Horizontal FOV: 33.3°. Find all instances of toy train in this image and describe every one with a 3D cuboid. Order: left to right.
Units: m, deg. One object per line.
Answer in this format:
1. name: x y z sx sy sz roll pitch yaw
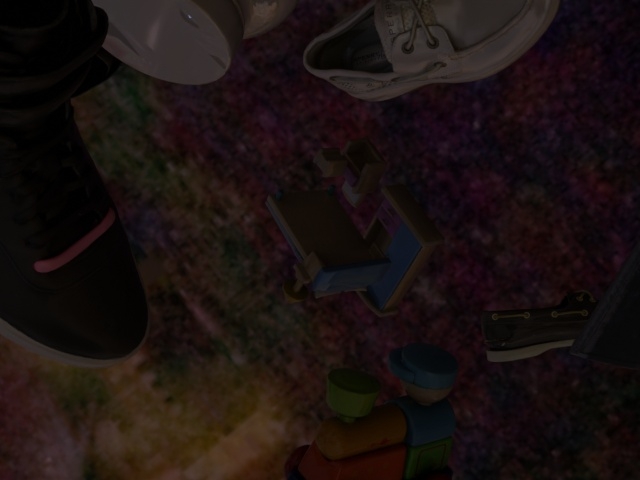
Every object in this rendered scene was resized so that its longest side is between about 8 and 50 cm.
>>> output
1. toy train: 0.014 0.175 0.919 0.105 0.248 0.143 34 122 47

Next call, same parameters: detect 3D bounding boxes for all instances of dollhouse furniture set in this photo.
1. dollhouse furniture set: 0.000 0.000 1.828 0.286 0.303 0.198 56 136 30

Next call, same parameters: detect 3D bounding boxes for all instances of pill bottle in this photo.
1. pill bottle: -0.072 -0.289 0.846 0.181 0.323 0.181 17 155 8

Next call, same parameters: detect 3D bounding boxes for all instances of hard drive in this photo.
1. hard drive: 0.267 -0.010 0.734 0.054 0.254 0.172 36 121 20

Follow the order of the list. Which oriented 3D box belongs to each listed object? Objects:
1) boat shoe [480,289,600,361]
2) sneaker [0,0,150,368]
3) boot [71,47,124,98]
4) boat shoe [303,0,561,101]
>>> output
1. boat shoe: 0.321 0.101 1.380 0.081 0.227 0.069 -81 -21 -90
2. sneaker: -0.150 -0.049 0.538 0.147 0.104 0.296 -2 124 47
3. boot: -0.228 -0.231 1.218 0.082 0.219 0.106 72 173 -57
4. boat shoe: 0.089 -0.188 0.967 0.277 0.096 0.098 -18 74 49
